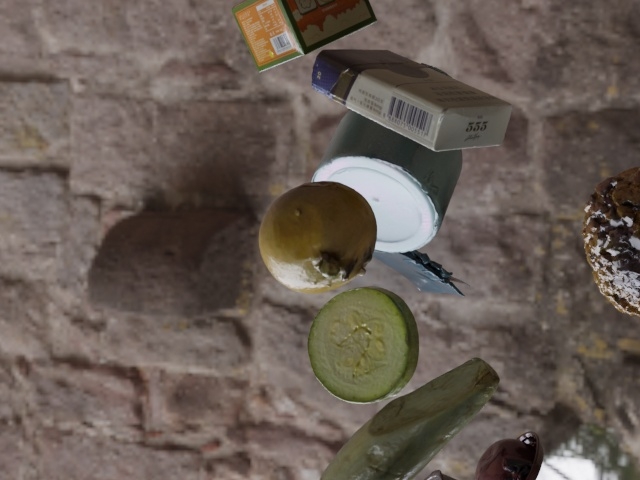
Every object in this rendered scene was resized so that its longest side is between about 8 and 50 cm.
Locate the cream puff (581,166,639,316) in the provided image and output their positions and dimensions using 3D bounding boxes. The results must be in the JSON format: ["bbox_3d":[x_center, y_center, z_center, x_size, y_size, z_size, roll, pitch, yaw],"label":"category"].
[{"bbox_3d":[0.671,0.015,2.176,0.327,0.343,0.231,42,-143,12],"label":"cream puff"}]

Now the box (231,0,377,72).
[{"bbox_3d":[-0.035,-0.427,2.014,0.177,0.148,0.195,-30,-168,-25],"label":"box"}]

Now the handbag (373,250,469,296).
[{"bbox_3d":[0.190,0.043,2.187,0.221,0.057,0.144,35,169,-33],"label":"handbag"}]

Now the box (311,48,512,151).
[{"bbox_3d":[0.131,-0.211,1.577,0.168,0.071,0.259,-11,-146,-45],"label":"box"}]

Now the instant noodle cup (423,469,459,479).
[{"bbox_3d":[0.244,0.494,1.739,0.207,0.217,0.217,27,-172,-3],"label":"instant noodle cup"}]

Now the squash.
[{"bbox_3d":[0.087,0.220,2.285,0.252,0.252,0.049,7,180,29],"label":"squash"}]

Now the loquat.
[{"bbox_3d":[0.000,0.000,1.529,0.172,0.149,0.204,-22,-150,-3],"label":"loquat"}]

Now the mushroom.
[{"bbox_3d":[0.103,0.282,1.477,0.107,0.333,0.087,37,-169,-25],"label":"mushroom"}]

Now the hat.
[{"bbox_3d":[0.363,0.457,2.139,0.089,0.205,0.205,34,-171,-1],"label":"hat"}]

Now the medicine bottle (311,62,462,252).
[{"bbox_3d":[0.141,-0.160,1.944,0.245,0.245,0.290,6,-131,25],"label":"medicine bottle"}]
